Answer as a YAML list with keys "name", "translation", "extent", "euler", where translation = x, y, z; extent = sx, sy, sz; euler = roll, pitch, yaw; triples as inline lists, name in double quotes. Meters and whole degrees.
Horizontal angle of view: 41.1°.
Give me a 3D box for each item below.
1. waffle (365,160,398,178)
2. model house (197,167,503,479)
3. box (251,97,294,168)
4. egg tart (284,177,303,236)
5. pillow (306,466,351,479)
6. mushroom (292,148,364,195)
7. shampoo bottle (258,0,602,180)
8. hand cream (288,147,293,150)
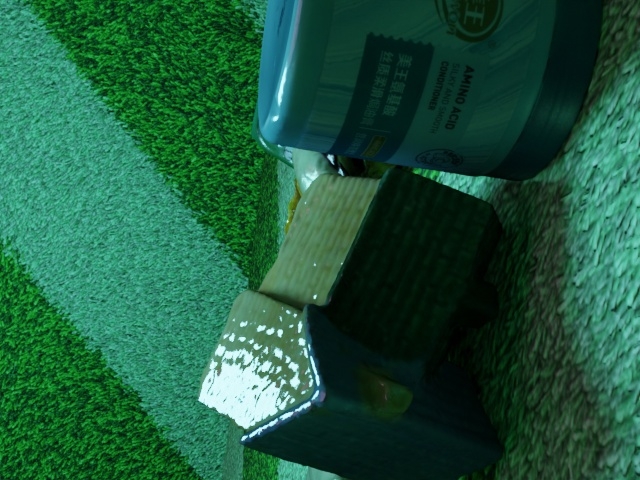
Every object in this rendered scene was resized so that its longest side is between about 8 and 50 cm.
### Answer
- name: "waffle"
  translation: [0.141, -0.241, 1.628]
  extent: [0.309, 0.065, 0.283]
  euler: [-105, 24, -68]
- name: "model house"
  translation: [0.092, 0.125, 1.127]
  extent: [0.343, 0.335, 0.381]
  euler: [10, 77, 59]
- name: "box"
  translation: [-0.037, -0.355, 2.283]
  extent: [0.106, 0.264, 0.336]
  euler: [-35, -29, -43]
- name: "egg tart"
  translation: [0.000, 0.000, 1.919]
  extent: [0.352, 0.150, 0.351]
  euler: [-179, 90, -83]
- name: "pillow"
  translation: [0.021, 0.440, 1.775]
  extent: [0.274, 0.076, 0.280]
  euler: [-139, 57, -79]
- name: "mushroom"
  translation: [0.033, -0.120, 1.721]
  extent: [0.247, 0.130, 0.344]
  euler: [54, -163, -42]
- name: "shampoo bottle"
  translation: [0.113, -0.259, 1.068]
  extent: [0.331, 0.343, 0.331]
  euler: [-172, 90, -79]
- name: "hand cream"
  translation: [-0.016, -0.328, 2.182]
  extent: [0.321, 0.067, 0.109]
  euler: [-23, 100, 53]
